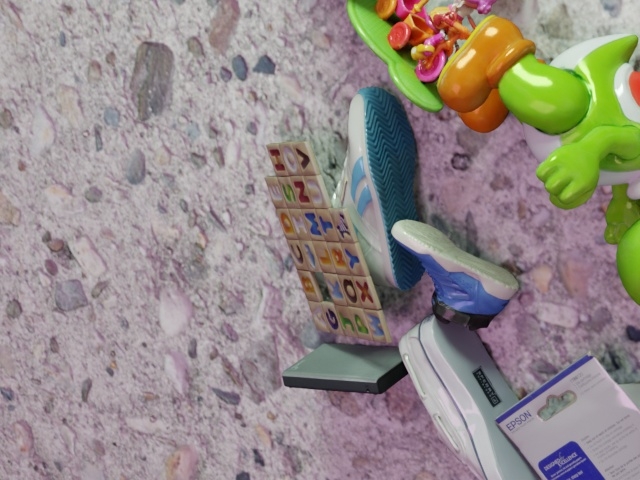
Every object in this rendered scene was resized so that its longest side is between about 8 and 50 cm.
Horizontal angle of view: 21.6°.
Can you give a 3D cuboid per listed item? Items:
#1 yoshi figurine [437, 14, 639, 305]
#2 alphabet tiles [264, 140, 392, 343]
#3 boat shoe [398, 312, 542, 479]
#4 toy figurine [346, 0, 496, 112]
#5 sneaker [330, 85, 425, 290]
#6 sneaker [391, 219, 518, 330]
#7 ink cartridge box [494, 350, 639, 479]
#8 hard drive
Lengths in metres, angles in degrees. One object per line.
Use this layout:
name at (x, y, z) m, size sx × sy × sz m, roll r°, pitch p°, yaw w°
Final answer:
yoshi figurine at (0.277, -0.053, 1.637) m, size 0.362 × 0.203 × 0.203 m, roll 34°, pitch 142°, yaw 18°
alphabet tiles at (0.000, 0.000, 1.908) m, size 0.198 × 0.009 × 0.237 m, roll 4°, pitch 115°, yaw 67°
boat shoe at (0.173, 0.204, 1.885) m, size 0.084 × 0.095 × 0.258 m, roll -34°, pitch 77°, yaw 44°
toy figurine at (0.130, -0.241, 1.692) m, size 0.159 × 0.130 × 0.173 m, roll -45°, pitch 43°, yaw 28°
sneaker at (0.053, -0.057, 1.857) m, size 0.092 × 0.087 × 0.229 m, roll 7°, pitch 110°, yaw 40°
sneaker at (0.130, 0.044, 1.830) m, size 0.152 × 0.058 × 0.085 m, roll 28°, pitch 117°, yaw -10°
ink cartridge box at (0.349, 0.275, 1.794) m, size 0.333 × 0.065 × 0.165 m, roll 53°, pitch 130°, yaw 4°
hard drive at (0.036, 0.148, 1.949) m, size 0.135 × 0.094 × 0.022 m, roll 0°, pitch 110°, yaw 36°
